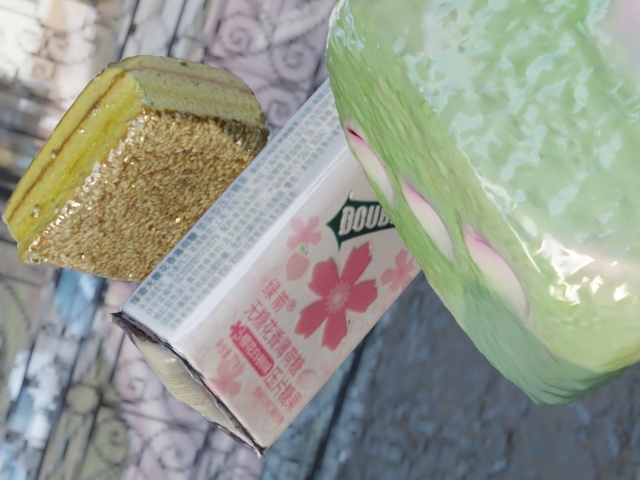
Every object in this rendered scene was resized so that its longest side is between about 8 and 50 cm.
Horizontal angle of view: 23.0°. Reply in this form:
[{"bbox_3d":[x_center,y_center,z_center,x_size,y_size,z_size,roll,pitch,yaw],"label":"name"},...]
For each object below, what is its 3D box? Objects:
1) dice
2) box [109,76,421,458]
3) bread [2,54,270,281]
[{"bbox_3d":[0.206,-0.090,1.103,0.322,0.318,0.330,59,172,9],"label":"dice"},{"bbox_3d":[0.000,0.000,1.361,0.112,0.190,0.369,27,71,41],"label":"box"},{"bbox_3d":[-0.182,-0.072,1.544,0.234,0.184,0.110,-46,57,27],"label":"bread"}]
